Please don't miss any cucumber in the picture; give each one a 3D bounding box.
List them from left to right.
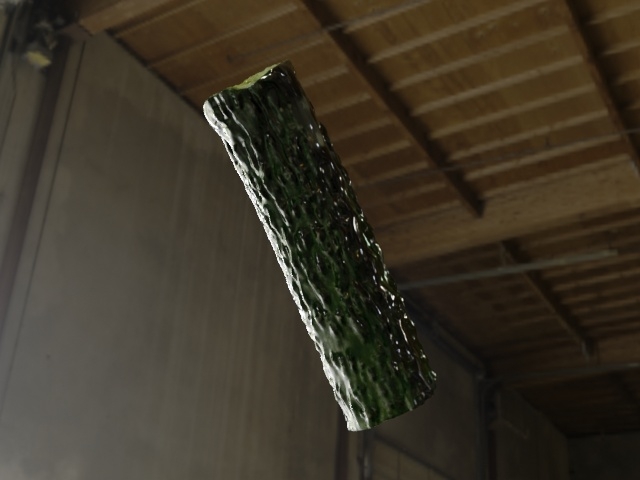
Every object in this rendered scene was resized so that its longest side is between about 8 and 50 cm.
[{"bbox_3d":[-0.001,0.000,0.443,0.058,0.187,0.058,-24,-1,-1],"label":"cucumber"}]
